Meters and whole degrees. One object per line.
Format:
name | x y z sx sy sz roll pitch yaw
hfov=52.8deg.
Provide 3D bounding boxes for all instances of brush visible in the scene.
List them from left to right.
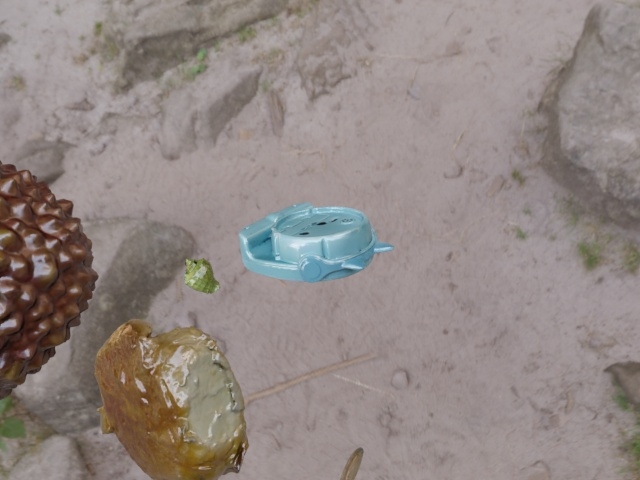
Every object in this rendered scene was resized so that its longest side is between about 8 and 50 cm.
brush | 0.024 0.366 0.917 0.021 0.070 0.196 -6 26 28

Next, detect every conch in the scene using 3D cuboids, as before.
conch | -0.326 0.097 1.744 0.089 0.074 0.121 -44 95 -16

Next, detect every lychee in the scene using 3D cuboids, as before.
lychee | -0.300 0.034 0.483 0.272 0.271 0.271 -3 67 8

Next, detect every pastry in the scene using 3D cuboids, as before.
pastry | -0.182 0.202 0.792 0.229 0.218 0.100 48 39 17

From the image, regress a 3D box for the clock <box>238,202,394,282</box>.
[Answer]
clock | 0.000 0.000 1.254 0.274 0.094 0.224 7 25 36
